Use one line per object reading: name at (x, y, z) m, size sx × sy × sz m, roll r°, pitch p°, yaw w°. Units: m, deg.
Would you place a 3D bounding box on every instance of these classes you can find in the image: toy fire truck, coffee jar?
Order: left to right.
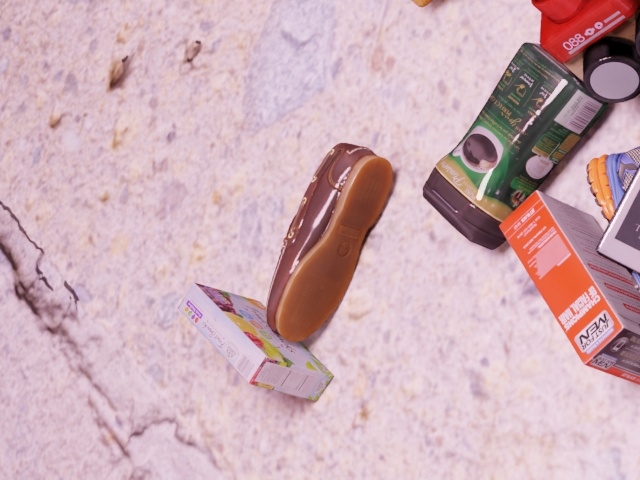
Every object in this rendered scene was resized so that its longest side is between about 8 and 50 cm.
coffee jar at (0.178, -0.086, 1.845) m, size 0.184 × 0.079 × 0.096 m, roll -54°, pitch 50°, yaw 12°
toy fire truck at (0.244, -0.278, 1.712) m, size 0.217 × 0.246 × 0.158 m, roll -34°, pitch 32°, yaw 36°

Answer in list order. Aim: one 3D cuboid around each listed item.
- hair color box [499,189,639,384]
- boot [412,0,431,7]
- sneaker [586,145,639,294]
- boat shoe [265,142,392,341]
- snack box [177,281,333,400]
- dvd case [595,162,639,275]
hair color box at (0.235, 0.041, 1.741) m, size 0.053 × 0.093 × 0.167 m, roll -46°, pitch 50°, yaw 21°
boot at (0.164, -0.303, 1.934) m, size 0.211 × 0.104 × 0.295 m, roll -51°, pitch 43°, yaw 23°
sneaker at (0.304, 0.003, 1.705) m, size 0.087 × 0.083 × 0.221 m, roll -30°, pitch 62°, yaw 15°
boat shoe at (0.000, 0.000, 1.983) m, size 0.073 × 0.073 × 0.207 m, roll 26°, pitch 86°, yaw 45°
snack box at (-0.065, 0.101, 1.981) m, size 0.141 × 0.100 × 0.037 m, roll 43°, pitch 105°, yaw 41°
dvd case at (0.360, -0.056, 1.635) m, size 0.179 × 0.029 × 0.239 m, roll 27°, pitch 90°, yaw 8°
